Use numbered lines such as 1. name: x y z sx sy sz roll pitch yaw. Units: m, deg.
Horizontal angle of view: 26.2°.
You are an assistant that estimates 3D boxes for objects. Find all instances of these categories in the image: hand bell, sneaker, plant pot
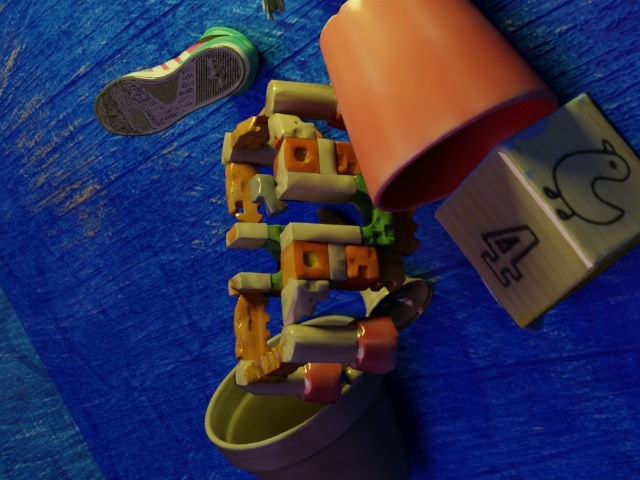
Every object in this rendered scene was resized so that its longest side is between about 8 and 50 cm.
1. hand bell: 0.065 0.030 2.237 0.242 0.126 0.126 53 147 34
2. sneaker: -0.221 -0.270 2.285 0.295 0.178 0.124 -16 102 25
3. plant pot: 0.137 -0.209 1.824 0.243 0.275 0.275 61 147 15
4. plant pot: 0.011 0.335 2.364 0.323 0.323 0.280 0 132 52

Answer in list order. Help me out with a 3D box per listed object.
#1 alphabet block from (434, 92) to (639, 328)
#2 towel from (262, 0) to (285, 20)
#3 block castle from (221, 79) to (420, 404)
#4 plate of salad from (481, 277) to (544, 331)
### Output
1. alphabet block: 0.302 -0.037 1.784 0.197 0.192 0.193 52 147 10
2. towel: -0.136 -0.499 1.954 0.248 0.038 0.325 65 -176 -67
3. block castle: 0.000 0.000 2.064 0.303 0.212 0.453 139 130 -62
4. plate of salad: 0.263 0.032 1.905 0.048 0.200 0.200 -31 89 25
